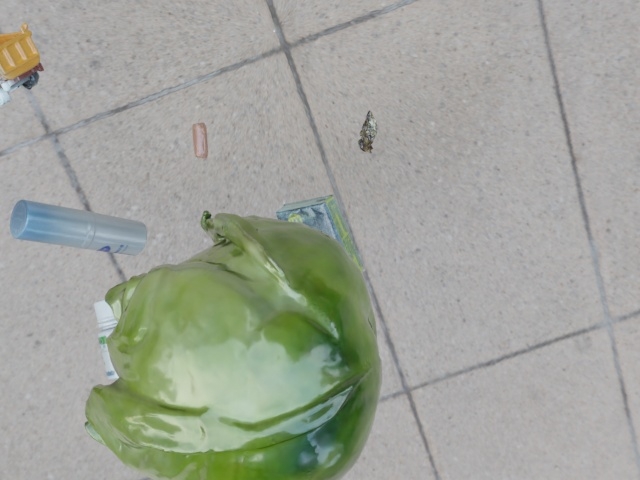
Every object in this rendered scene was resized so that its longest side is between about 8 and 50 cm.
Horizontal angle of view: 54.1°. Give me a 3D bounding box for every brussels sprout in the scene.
[{"bbox_3d":[-0.096,0.184,0.883,0.342,0.361,0.425,6,105,-52],"label":"brussels sprout"}]

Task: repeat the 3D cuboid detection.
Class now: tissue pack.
[{"bbox_3d":[0.000,0.000,1.861,0.185,0.081,0.257,-9,114,35],"label":"tissue pack"}]

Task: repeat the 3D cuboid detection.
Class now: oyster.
[{"bbox_3d":[0.125,-0.297,1.692,0.029,0.086,0.132,-10,120,-15],"label":"oyster"}]

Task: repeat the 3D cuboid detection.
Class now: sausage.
[{"bbox_3d":[-0.278,-0.231,1.449,0.034,0.034,0.083,-4,96,-3],"label":"sausage"}]

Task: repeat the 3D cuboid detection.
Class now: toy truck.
[{"bbox_3d":[-0.649,-0.332,1.187,0.270,0.114,0.135,5,130,31],"label":"toy truck"}]

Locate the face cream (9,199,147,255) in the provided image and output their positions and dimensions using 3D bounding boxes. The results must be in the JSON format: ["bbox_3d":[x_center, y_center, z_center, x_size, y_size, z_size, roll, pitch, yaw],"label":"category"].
[{"bbox_3d":[-0.471,-0.022,1.237,0.250,0.077,0.077,12,111,-47],"label":"face cream"}]

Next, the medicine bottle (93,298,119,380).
[{"bbox_3d":[-0.591,0.286,1.864,0.139,0.139,0.237,-17,86,1],"label":"medicine bottle"}]
